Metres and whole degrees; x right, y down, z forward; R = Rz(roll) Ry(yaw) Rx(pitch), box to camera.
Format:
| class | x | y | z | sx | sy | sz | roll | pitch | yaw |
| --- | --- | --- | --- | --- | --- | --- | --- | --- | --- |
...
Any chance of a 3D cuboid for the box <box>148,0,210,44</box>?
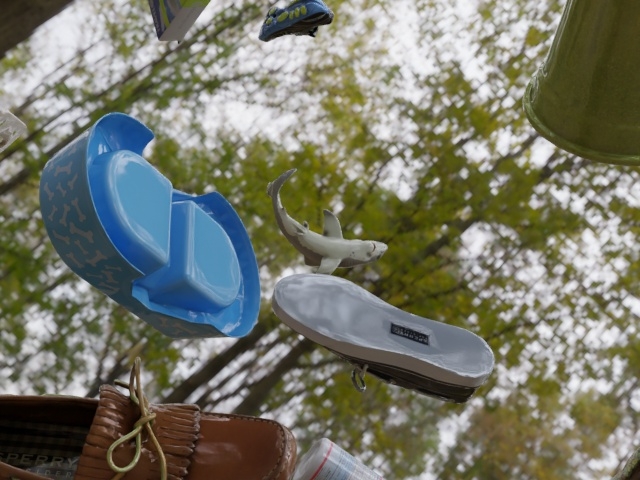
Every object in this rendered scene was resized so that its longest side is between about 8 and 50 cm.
| class | x | y | z | sx | sy | sz | roll | pitch | yaw |
| --- | --- | --- | --- | --- | --- | --- | --- | --- | --- |
| box | -0.184 | -0.334 | 1.389 | 0.178 | 0.042 | 0.109 | -31 | -109 | 61 |

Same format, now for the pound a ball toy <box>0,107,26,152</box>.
| class | x | y | z | sx | sy | sz | roll | pitch | yaw |
| --- | --- | --- | --- | --- | --- | --- | --- | --- | --- |
| pound a ball toy | -0.657 | -0.246 | 1.930 | 0.208 | 0.136 | 0.319 | 49 | -6 | -6 |

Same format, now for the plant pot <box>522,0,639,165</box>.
| class | x | y | z | sx | sy | sz | roll | pitch | yaw |
| --- | --- | --- | --- | --- | --- | --- | --- | --- | --- |
| plant pot | 0.446 | -0.289 | 1.552 | 0.276 | 0.276 | 0.253 | 31 | -38 | 29 |

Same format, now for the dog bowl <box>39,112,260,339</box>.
| class | x | y | z | sx | sy | sz | roll | pitch | yaw |
| --- | --- | --- | --- | --- | --- | --- | --- | --- | --- |
| dog bowl | -0.167 | -0.001 | 1.082 | 0.074 | 0.165 | 0.297 | -18 | -36 | 23 |

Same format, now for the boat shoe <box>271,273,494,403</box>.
| class | x | y | z | sx | sy | sz | roll | pitch | yaw |
| --- | --- | --- | --- | --- | --- | --- | --- | --- | --- |
| boat shoe | 0.073 | 0.139 | 1.440 | 0.306 | 0.113 | 0.105 | 17 | -47 | -8 |

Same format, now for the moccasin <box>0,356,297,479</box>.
| class | x | y | z | sx | sy | sz | roll | pitch | yaw |
| --- | --- | --- | --- | --- | --- | --- | --- | --- | --- |
| moccasin | -0.214 | 0.209 | 1.111 | 0.380 | 0.139 | 0.147 | 5 | -43 | 14 |

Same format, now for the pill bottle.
| class | x | y | z | sx | sy | sz | roll | pitch | yaw |
| --- | --- | --- | --- | --- | --- | --- | --- | --- | --- |
| pill bottle | 0.045 | 0.374 | 1.613 | 0.160 | 0.087 | 0.087 | 36 | -27 | -6 |

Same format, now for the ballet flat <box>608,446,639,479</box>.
| class | x | y | z | sx | sy | sz | roll | pitch | yaw |
| --- | --- | --- | --- | --- | --- | --- | --- | --- | --- |
| ballet flat | 0.195 | 0.167 | 0.584 | 0.123 | 0.348 | 0.123 | 35 | -25 | 19 |

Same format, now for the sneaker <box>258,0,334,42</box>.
| class | x | y | z | sx | sy | sz | roll | pitch | yaw |
| --- | --- | --- | --- | --- | --- | --- | --- | --- | --- |
| sneaker | -0.046 | -0.379 | 1.896 | 0.078 | 0.067 | 0.188 | 29 | -21 | -31 |

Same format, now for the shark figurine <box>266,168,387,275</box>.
| class | x | y | z | sx | sy | sz | roll | pitch | yaw |
| --- | --- | --- | --- | --- | --- | --- | --- | --- | --- |
| shark figurine | -0.029 | -0.003 | 2.115 | 0.278 | 0.166 | 0.116 | 37 | -30 | 9 |
